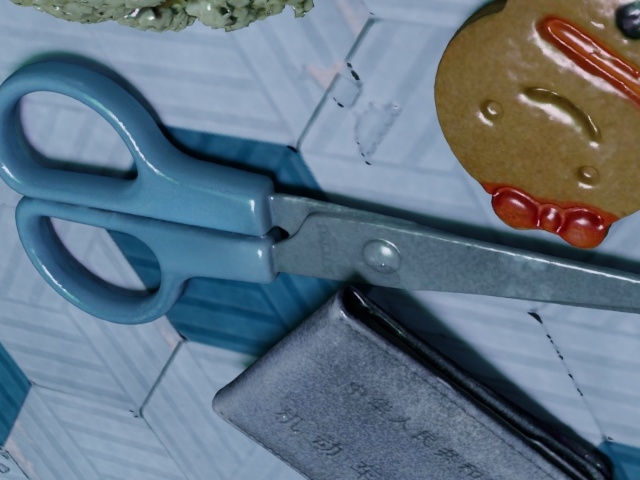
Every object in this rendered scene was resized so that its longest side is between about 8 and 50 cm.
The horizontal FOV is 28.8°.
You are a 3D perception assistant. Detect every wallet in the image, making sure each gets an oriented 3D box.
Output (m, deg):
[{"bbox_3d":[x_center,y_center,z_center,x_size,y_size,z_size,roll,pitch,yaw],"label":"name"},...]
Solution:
[{"bbox_3d":[0.056,0.130,0.779,0.222,0.036,0.167,37,137,-12],"label":"wallet"}]

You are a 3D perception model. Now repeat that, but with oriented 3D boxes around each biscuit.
[{"bbox_3d":[0.131,-0.085,0.579,0.166,0.036,0.225,36,135,-2],"label":"biscuit"}]

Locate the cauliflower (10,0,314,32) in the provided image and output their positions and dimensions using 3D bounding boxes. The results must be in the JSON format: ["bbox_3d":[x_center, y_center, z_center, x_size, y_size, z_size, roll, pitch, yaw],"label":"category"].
[{"bbox_3d":[-0.081,-0.229,0.497,0.272,0.275,0.250,25,-175,-33],"label":"cauliflower"}]

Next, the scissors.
[{"bbox_3d":[0.000,0.000,0.726,0.447,0.029,0.192,10,130,23],"label":"scissors"}]
